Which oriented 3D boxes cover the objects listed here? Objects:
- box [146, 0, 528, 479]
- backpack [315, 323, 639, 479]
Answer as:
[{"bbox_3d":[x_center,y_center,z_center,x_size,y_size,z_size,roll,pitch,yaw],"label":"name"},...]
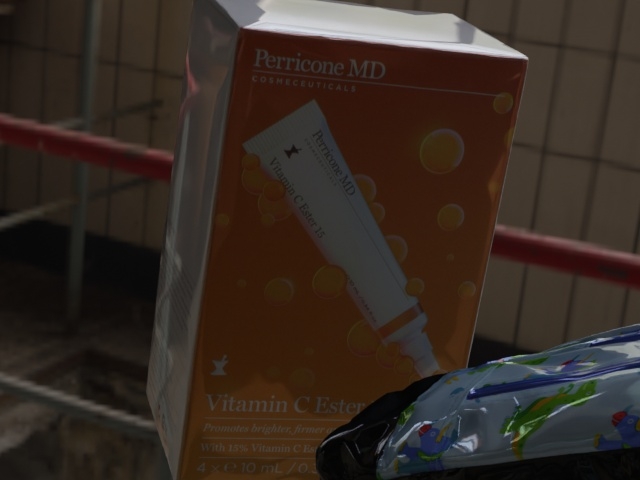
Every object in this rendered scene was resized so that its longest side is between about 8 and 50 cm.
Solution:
[{"bbox_3d":[0.000,0.000,1.037,0.215,0.345,0.168,3,19,-17],"label":"box"},{"bbox_3d":[0.222,0.159,0.731,0.273,0.290,0.355,-36,7,-35],"label":"backpack"}]
